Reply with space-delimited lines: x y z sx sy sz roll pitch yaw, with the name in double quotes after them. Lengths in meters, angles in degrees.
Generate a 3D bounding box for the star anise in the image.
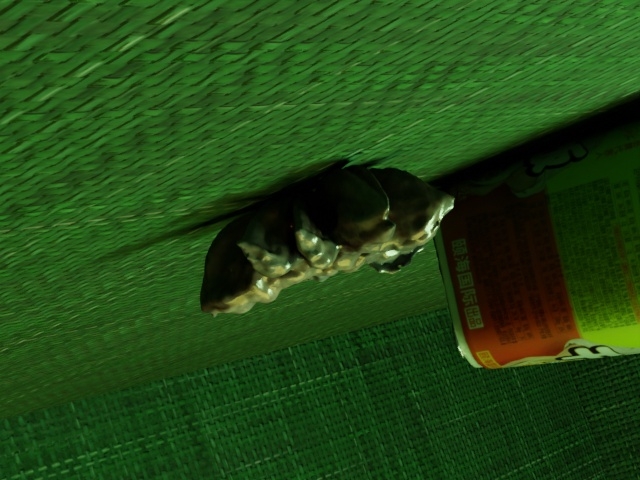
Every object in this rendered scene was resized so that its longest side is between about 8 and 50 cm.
0.000 0.000 1.273 0.236 0.093 0.229 -20 172 -3 "star anise"

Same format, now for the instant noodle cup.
0.293 0.007 1.507 0.308 0.293 0.294 -14 175 20 "instant noodle cup"
